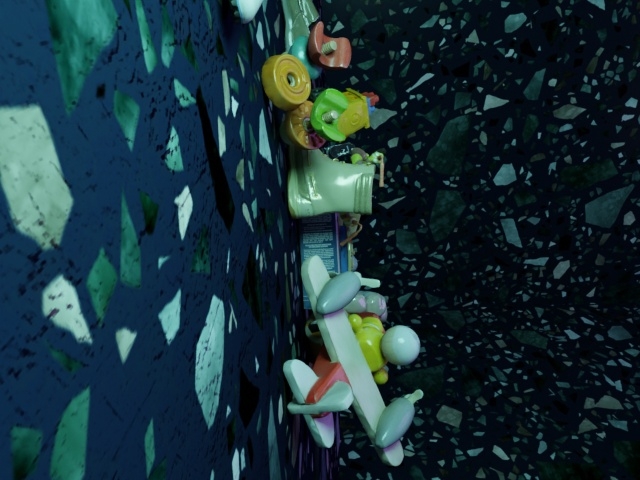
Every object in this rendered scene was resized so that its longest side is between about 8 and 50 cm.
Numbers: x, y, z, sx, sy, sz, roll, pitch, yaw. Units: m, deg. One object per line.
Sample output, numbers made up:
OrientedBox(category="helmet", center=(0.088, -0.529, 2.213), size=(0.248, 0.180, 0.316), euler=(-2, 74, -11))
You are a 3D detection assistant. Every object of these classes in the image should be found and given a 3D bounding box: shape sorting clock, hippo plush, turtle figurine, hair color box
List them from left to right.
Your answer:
OrientedBox(category="hair color box", center=(0.000, 0.000, 1.381), size=(0.174, 0.105, 0.348), euler=(-60, 148, -84))
OrientedBox(category="shape sorting clock", center=(0.077, 0.037, 1.426), size=(0.206, 0.040, 0.206), euler=(-2, 90, -87))
OrientedBox(category="hippo plush", center=(0.093, 0.151, 1.625), size=(0.294, 0.234, 0.237), euler=(85, 2, -66))
OrientedBox(category="turtle figurine", center=(0.082, -0.137, 1.308), size=(0.217, 0.087, 0.270), euler=(-94, -159, -56))

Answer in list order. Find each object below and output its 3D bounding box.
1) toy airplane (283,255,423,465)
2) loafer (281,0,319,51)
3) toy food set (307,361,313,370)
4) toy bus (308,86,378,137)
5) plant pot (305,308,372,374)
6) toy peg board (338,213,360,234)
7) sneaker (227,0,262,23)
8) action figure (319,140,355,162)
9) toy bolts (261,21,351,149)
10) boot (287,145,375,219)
OrientedBox(category="toy airplane", center=(0.083, 0.261, 1.098), size=(0.386, 0.272, 0.385), euler=(51, 24, -49))
OrientedBox(category="loafer", center=(-0.045, -0.548, 1.214), size=(0.094, 0.087, 0.251), euler=(-81, 168, -68))
OrientedBox(category="toy food set", center=(-0.031, 0.365, 1.332), size=(0.083, 0.020, 0.083), euler=(-71, 159, -79))
OrientedBox(category="toy bus", center=(0.083, -0.458, 1.723), size=(0.220, 0.211, 0.150), euler=(48, -22, 49))
OrientedBox(category="plant pot", center=(0.048, 0.287, 1.424), size=(0.205, 0.205, 0.188), euler=(-88, 158, -45))
OrientedBox(category="toy peg board", center=(0.040, -0.107, 1.544), size=(0.079, 0.161, 0.161), euler=(-175, -78, -72))
OrientedBox(category="sneaker", center=(-0.082, -0.366, 0.663), size=(0.085, 0.086, 0.237), euler=(85, 6, -50))
OrientedBox(category="action figure", center=(0.023, -0.296, 1.617), size=(0.185, 0.099, 0.285), euler=(60, -5, -7))
OrientedBox(category="toy bolts", center=(-0.055, -0.312, 1.000), size=(0.218, 0.158, 0.229), euler=(21, 72, -41))
OrientedBox(category="boot", center=(0.027, -0.179, 1.174), size=(0.095, 0.203, 0.262), euler=(71, 18, -71))
